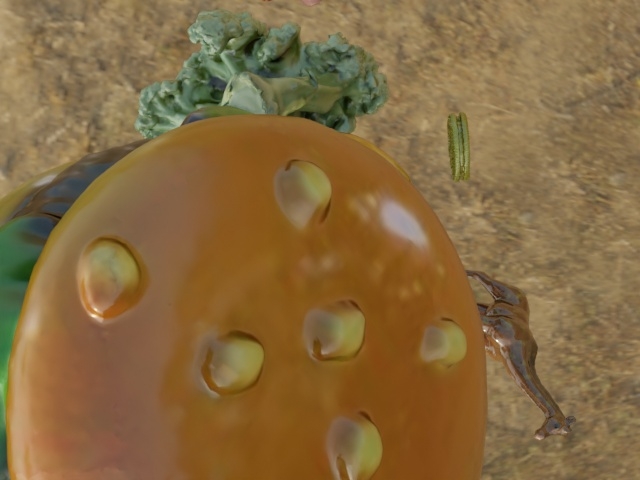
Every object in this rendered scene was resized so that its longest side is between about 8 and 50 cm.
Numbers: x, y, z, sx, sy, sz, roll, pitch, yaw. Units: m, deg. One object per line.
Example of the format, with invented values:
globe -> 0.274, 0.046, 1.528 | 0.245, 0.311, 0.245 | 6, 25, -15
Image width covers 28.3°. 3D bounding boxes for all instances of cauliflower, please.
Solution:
cauliflower -> -0.074, -0.180, 1.599 | 0.327, 0.281, 0.260 | -18, 68, -6

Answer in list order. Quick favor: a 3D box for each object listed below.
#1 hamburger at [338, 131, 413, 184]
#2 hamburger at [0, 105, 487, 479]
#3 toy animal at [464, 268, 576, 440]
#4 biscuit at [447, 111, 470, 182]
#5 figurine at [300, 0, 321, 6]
hamburger -> -0.001, 0.001, 1.458 | 0.170, 0.246, 0.246 | -33, 70, 49
hamburger -> -0.059, 0.104, 0.855 | 0.277, 0.396, 0.395 | -9, 82, 49
toy animal -> 0.238, 0.144, 1.641 | 0.230, 0.224, 0.066 | 20, 137, 13
biscuit -> 0.166, -0.111, 1.514 | 0.023, 0.084, 0.084 | -4, 84, 2
figurine -> -0.022, -0.298, 1.380 | 0.071, 0.067, 0.083 | 10, 117, 12
